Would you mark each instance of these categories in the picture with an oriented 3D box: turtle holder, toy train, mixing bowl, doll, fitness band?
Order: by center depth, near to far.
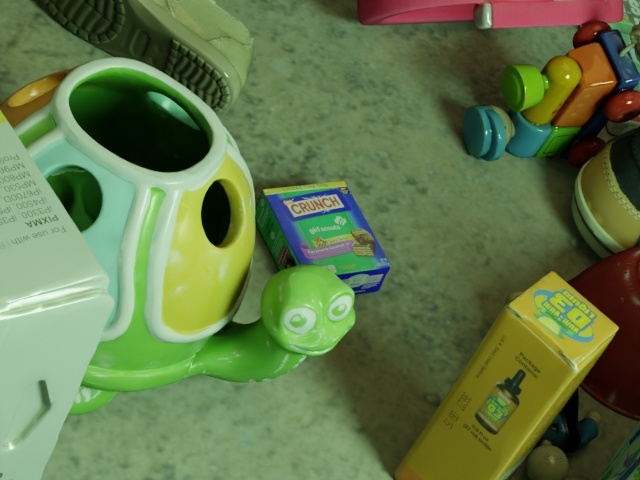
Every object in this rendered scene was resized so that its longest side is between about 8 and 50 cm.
[{"bbox_3d":[-0.153,0.002,1.427,0.243,0.227,0.320,-17,59,-37],"label":"turtle holder"},{"bbox_3d":[0.194,0.137,1.603,0.129,0.046,0.189,13,52,-17],"label":"doll"},{"bbox_3d":[0.315,0.071,1.686,0.181,0.098,0.181,13,45,-14],"label":"mixing bowl"},{"bbox_3d":[0.243,-0.162,1.763,0.143,0.248,0.105,-10,64,-24],"label":"toy train"},{"bbox_3d":[0.179,-0.247,1.862,0.290,0.209,0.054,-5,97,-29],"label":"fitness band"}]

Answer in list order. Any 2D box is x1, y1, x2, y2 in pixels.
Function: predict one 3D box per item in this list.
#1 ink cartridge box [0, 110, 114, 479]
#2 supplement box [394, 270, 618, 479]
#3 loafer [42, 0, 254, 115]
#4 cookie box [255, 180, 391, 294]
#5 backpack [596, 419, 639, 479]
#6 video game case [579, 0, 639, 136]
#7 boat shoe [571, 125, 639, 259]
[{"bbox_3d":[-0.338,-0.009,1.310,0.160,0.279,0.385,-17,59,-36],"label":"ink cartridge box"},{"bbox_3d":[0.148,0.133,1.447,0.078,0.233,0.080,43,46,15],"label":"supplement box"},{"bbox_3d":[-0.173,-0.228,1.732,0.268,0.102,0.092,42,43,2],"label":"loafer"},{"bbox_3d":[0.000,0.000,1.639,0.091,0.040,0.107,-8,53,-30],"label":"cookie box"},{"bbox_3d":[0.368,0.196,1.410,0.290,0.355,0.273,23,43,-4],"label":"backpack"},{"bbox_3d":[0.395,-0.212,2.039,0.204,0.025,0.285,10,47,-18],"label":"video game case"},{"bbox_3d":[0.495,-0.064,1.850,0.500,0.156,0.187,-2,55,-28],"label":"boat shoe"}]
